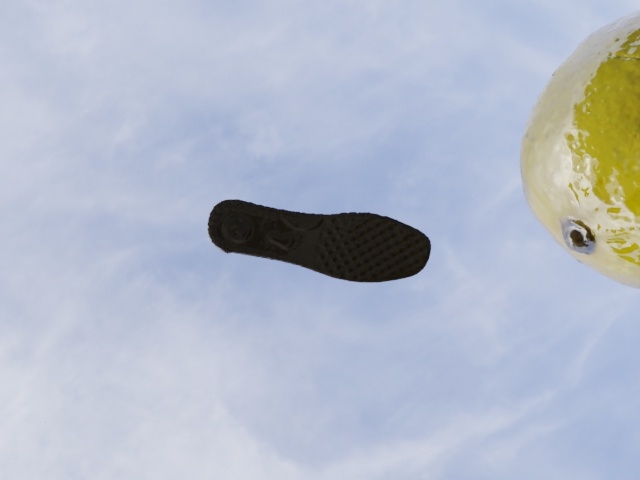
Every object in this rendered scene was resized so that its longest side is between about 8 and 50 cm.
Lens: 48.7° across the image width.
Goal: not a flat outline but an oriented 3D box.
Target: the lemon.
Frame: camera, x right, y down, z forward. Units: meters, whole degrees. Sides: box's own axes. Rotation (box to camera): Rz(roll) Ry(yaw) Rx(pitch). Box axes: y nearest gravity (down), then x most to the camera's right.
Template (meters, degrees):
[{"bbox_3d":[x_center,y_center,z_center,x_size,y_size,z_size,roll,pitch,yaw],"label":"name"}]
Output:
[{"bbox_3d":[0.355,-0.096,0.717,0.297,0.297,0.297,5,-105,-20],"label":"lemon"}]

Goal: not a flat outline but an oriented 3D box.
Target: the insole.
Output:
[{"bbox_3d":[0.000,0.000,0.421,0.135,0.002,0.045,10,-75,-7],"label":"insole"}]
